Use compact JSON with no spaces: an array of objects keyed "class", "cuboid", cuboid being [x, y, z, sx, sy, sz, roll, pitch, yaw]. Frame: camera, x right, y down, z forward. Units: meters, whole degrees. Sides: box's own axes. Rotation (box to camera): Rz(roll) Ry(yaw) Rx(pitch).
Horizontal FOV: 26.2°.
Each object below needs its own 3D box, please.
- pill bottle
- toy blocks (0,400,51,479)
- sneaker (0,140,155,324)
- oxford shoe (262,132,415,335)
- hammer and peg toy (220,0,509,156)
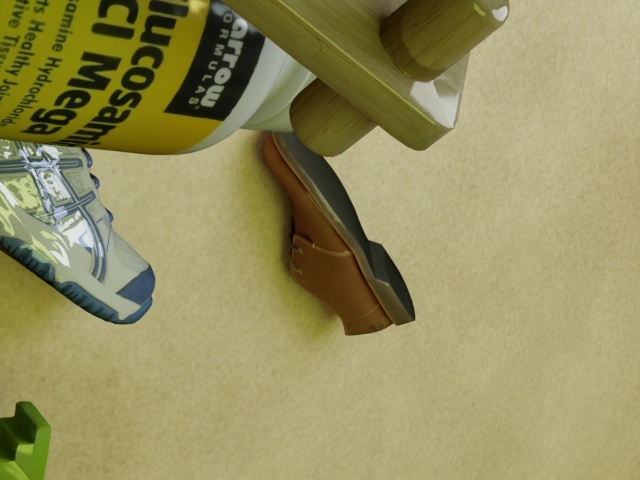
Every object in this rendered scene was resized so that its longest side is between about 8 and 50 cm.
[{"class":"pill bottle","cuboid":[-0.135,-0.145,0.766,0.334,0.188,0.188,3,105,-43]},{"class":"toy blocks","cuboid":[-0.325,0.300,0.897,0.261,0.191,0.381,4,105,-30]},{"class":"sneaker","cuboid":[-0.186,-0.057,0.900,0.131,0.112,0.296,-54,133,-12]},{"class":"oxford shoe","cuboid":[0.000,0.000,1.119,0.076,0.076,0.212,-23,118,14]},{"class":"hammer and peg toy","cuboid":[-0.055,-0.232,0.658,0.361,0.127,0.266,37,41,-20]}]
